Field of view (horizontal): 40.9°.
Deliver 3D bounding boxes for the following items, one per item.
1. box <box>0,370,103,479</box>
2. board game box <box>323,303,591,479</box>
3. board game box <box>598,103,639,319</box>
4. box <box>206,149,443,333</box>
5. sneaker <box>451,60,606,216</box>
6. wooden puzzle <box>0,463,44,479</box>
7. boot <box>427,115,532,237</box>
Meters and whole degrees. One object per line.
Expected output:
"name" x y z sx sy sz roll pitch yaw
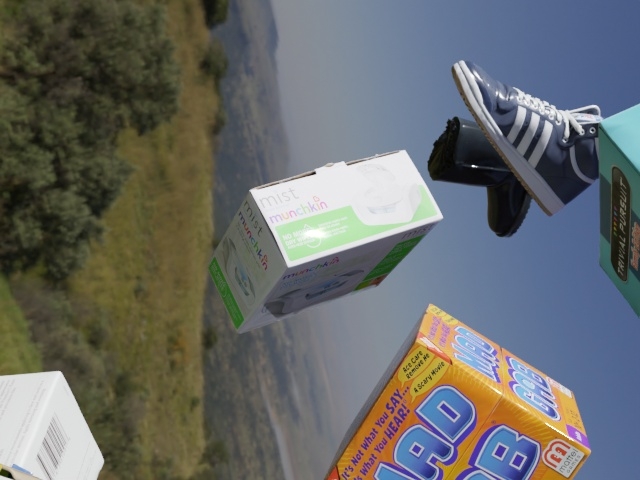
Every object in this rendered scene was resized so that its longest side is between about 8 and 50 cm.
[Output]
"box" -0.370 0.289 1.058 0.181 0.119 0.181 -85 166 -53
"board game box" 0.260 0.393 1.680 0.356 0.356 0.356 -59 174 11
"board game box" 0.387 0.060 0.819 0.253 0.079 0.336 65 0 -52
"box" 0.000 0.000 1.229 0.126 0.262 0.231 63 -32 17
"sneaker" 0.317 -0.178 1.237 0.282 0.153 0.099 48 20 -22
"wooden puzzle" -0.300 0.213 0.803 0.014 0.079 0.116 -65 155 -18
"boot" 0.293 -0.116 1.590 0.094 0.207 0.246 -96 -163 -45
